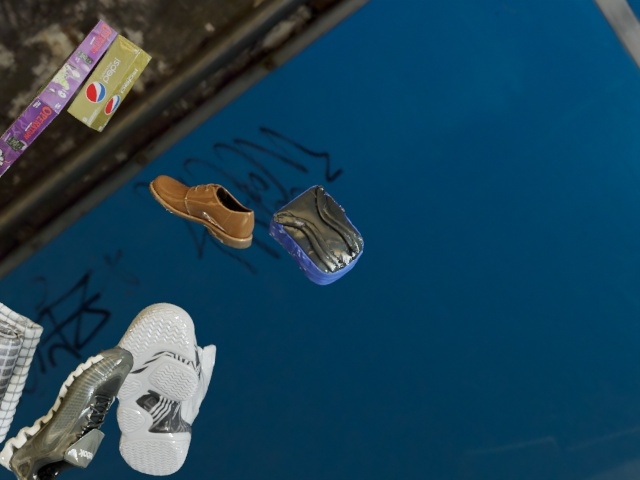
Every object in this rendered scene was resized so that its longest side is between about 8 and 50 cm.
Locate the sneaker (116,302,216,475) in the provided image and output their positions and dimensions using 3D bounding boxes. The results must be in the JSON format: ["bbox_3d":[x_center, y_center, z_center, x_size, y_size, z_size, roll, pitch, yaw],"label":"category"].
[{"bbox_3d":[-0.255,0.204,1.407,0.210,0.137,0.366,-81,-179,-53],"label":"sneaker"}]

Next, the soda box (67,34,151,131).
[{"bbox_3d":[-0.410,-0.305,1.644,0.181,0.058,0.061,-56,172,2],"label":"soda box"}]

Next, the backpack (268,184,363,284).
[{"bbox_3d":[0.000,0.000,1.184,0.098,0.120,0.101,-39,167,-19],"label":"backpack"}]

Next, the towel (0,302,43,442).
[{"bbox_3d":[-0.614,0.185,1.349,0.235,0.283,0.121,-68,172,17],"label":"towel"}]

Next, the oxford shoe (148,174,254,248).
[{"bbox_3d":[-0.193,-0.068,1.406,0.076,0.212,0.076,-30,142,-56],"label":"oxford shoe"}]

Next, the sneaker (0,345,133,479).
[{"bbox_3d":[-0.325,0.251,1.144,0.234,0.078,0.106,-46,-122,-1],"label":"sneaker"}]

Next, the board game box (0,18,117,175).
[{"bbox_3d":[-0.486,-0.255,1.515,0.208,0.056,0.347,-42,-158,29],"label":"board game box"}]
